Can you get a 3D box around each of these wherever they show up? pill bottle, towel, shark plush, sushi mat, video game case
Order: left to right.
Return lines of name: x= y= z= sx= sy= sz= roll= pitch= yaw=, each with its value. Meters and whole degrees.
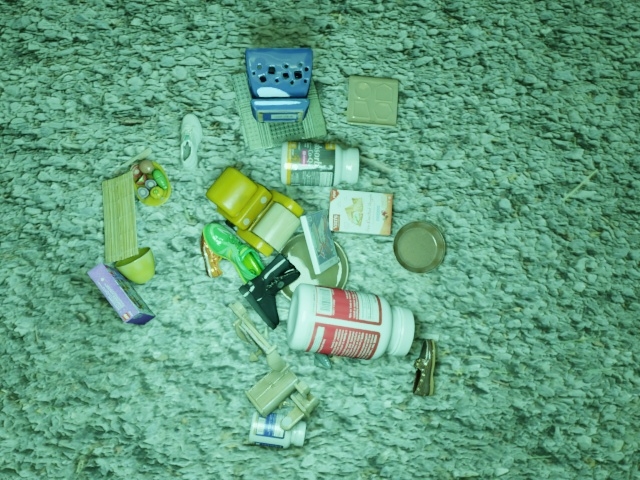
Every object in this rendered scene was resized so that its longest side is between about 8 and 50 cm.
sushi mat: x=-0.720 y=-0.083 z=1.888 sx=0.151 sy=0.019 sz=0.317 roll=-13 pitch=77 yaw=21
pill bottle: x=-0.149 y=0.660 z=1.827 sx=0.186 sy=0.112 sz=0.112 roll=9 pitch=83 yaw=-2
towel: x=-0.158 y=-0.506 z=2.002 sx=0.312 sy=0.056 sz=0.324 roll=-13 pitch=82 yaw=-7
shark plush: x=-0.005 y=0.382 z=1.889 sx=0.073 sy=0.067 sz=0.161 roll=-20 pitch=85 yaw=-5
pill bottle: x=-0.004 y=-0.277 z=1.920 sx=0.278 sy=0.162 sz=0.162 roll=1 pitch=83 yaw=-3
video game case: x=0.000 y=0.000 z=1.828 sx=0.023 sy=0.183 sz=0.201 roll=-13 pitch=95 yaw=24
pill bottle: x=0.102 y=0.287 z=1.813 sx=0.407 sy=0.229 sz=0.229 roll=11 pitch=83 yaw=-12

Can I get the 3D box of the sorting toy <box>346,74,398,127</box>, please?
sorting toy: x=0.200 y=-0.533 z=2.027 sx=0.193 sy=0.038 sz=0.208 roll=4 pitch=79 yaw=-3

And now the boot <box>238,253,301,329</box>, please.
boot: x=-0.148 y=0.180 z=1.841 sx=0.207 sy=0.094 sz=0.246 roll=-38 pitch=131 yaw=-10

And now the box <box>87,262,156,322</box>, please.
box: x=-0.658 y=0.187 z=1.764 sx=0.057 sy=0.293 sz=0.201 roll=-37 pitch=86 yaw=-12

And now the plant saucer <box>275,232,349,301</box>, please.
plant saucer: x=-0.034 y=0.108 z=1.935 sx=0.277 sy=0.041 sz=0.278 roll=0 pitch=83 yaw=-4

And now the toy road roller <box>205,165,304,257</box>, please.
toy road roller: x=-0.243 y=-0.114 z=1.804 sx=0.202 sy=0.329 sz=0.240 roll=-52 pitch=132 yaw=-7

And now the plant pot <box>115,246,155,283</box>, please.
plant pot: x=-0.643 y=0.097 z=1.869 sx=0.134 sy=0.134 sz=0.095 roll=-25 pitch=111 yaw=-6

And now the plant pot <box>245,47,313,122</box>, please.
plant pot: x=-0.144 y=-0.540 z=1.869 sx=0.236 sy=0.236 sz=0.212 roll=-2 pitch=88 yaw=-6

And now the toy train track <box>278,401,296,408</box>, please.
toy train track: x=-0.124 y=0.584 z=1.886 sx=0.083 sy=0.014 sz=0.048 roll=13 pitch=83 yaw=-2

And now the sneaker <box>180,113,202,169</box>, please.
sneaker: x=-0.483 y=-0.373 z=1.940 sx=0.080 sy=0.094 sz=0.212 roll=0 pitch=83 yaw=-2

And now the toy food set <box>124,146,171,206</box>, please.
toy food set: x=-0.637 y=-0.231 z=1.926 sx=0.128 sy=0.071 sz=0.218 roll=-27 pitch=85 yaw=-6

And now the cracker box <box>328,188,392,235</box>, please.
cracker box: x=0.146 y=-0.101 z=1.955 sx=0.232 sy=0.067 sz=0.156 roll=4 pitch=83 yaw=-2

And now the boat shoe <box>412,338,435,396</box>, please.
boat shoe: x=0.371 y=0.458 z=1.898 sx=0.073 sy=0.073 sz=0.207 roll=5 pitch=83 yaw=-4

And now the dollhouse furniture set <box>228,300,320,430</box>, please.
dollhouse furniture set: x=-0.198 y=0.424 z=1.718 sx=0.174 sy=0.355 sz=0.303 roll=-40 pitch=47 yaw=-16

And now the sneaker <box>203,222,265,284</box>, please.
sneaker: x=-0.290 y=0.038 z=1.877 sx=0.295 sy=0.123 sz=0.109 roll=45 pitch=52 yaw=-3

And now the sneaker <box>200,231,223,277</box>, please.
sneaker: x=-0.397 y=0.048 z=1.920 sx=0.067 sy=0.064 sz=0.175 roll=-13 pitch=89 yaw=-24

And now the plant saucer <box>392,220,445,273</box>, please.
plant saucer: x=0.364 y=0.026 z=1.967 sx=0.198 sy=0.036 sz=0.199 roll=0 pitch=84 yaw=-4
